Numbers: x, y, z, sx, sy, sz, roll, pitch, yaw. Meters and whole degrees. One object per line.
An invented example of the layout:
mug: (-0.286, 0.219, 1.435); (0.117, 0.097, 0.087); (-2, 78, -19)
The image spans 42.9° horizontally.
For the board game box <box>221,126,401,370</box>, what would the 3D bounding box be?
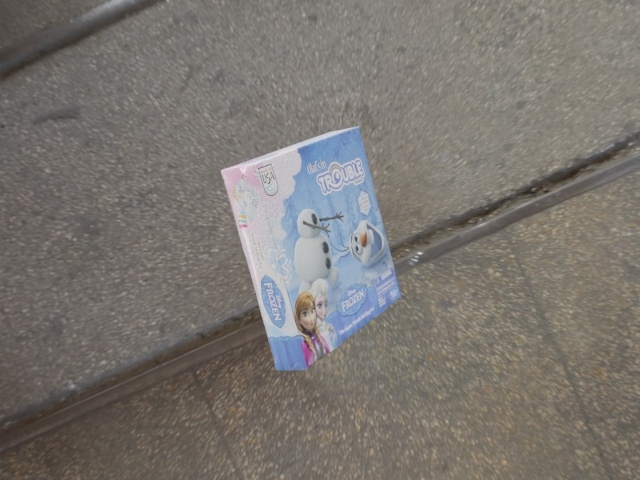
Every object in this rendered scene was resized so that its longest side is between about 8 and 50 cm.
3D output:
board game box: (0.000, 0.000, 0.372); (0.020, 0.090, 0.090); (-9, 102, 34)
